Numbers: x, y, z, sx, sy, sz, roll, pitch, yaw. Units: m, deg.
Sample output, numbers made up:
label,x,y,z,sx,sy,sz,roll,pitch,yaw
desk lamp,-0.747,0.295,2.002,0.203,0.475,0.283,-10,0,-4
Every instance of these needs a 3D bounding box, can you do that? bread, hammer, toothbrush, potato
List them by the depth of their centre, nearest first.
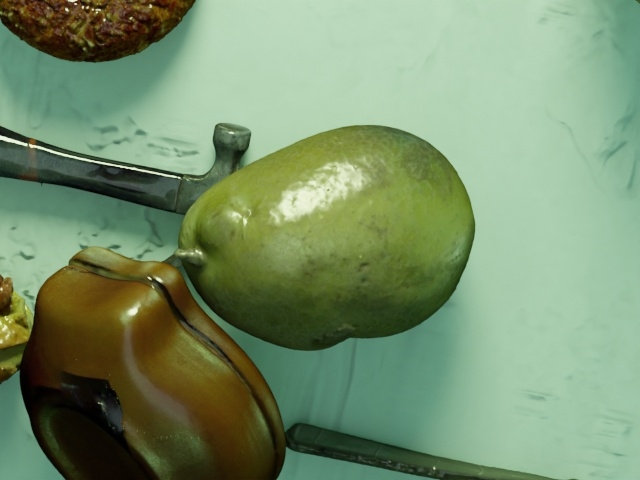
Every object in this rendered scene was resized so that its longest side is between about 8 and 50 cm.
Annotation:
label,x,y,z,sx,sy,sz,roll,pitch,yaw
bread,-0.186,-0.231,1.250,0.193,0.064,0.193,0,102,0
potato,0.000,0.000,1.261,0.251,0.159,0.174,-9,86,-22
hammer,-0.212,-0.055,1.312,0.290,0.037,0.137,11,104,-3
toothbrush,0.111,0.206,1.388,0.297,0.030,0.030,13,115,-4

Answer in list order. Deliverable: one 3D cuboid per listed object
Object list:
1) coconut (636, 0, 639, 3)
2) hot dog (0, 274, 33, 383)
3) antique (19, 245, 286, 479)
label,x,y,z,sx,sy,sz,roll,pitch,yaw
coconut,0.303,-0.263,1.173,0.224,0.224,0.224,0,106,0
hot dog,-0.335,0.104,1.323,0.146,0.103,0.213,33,104,-9
antique,-0.144,0.140,1.278,0.223,0.129,0.278,16,138,30
